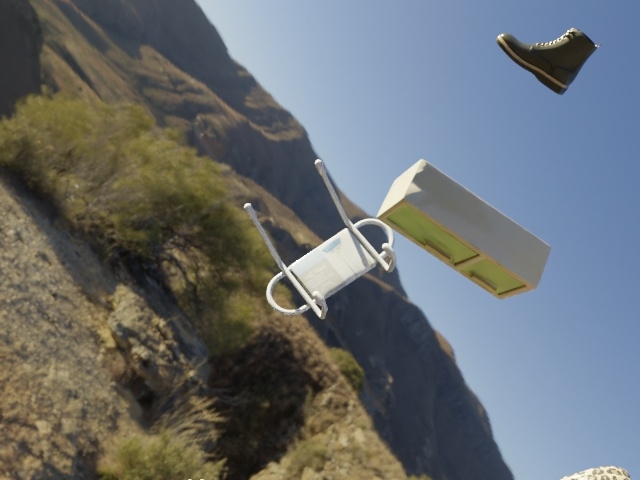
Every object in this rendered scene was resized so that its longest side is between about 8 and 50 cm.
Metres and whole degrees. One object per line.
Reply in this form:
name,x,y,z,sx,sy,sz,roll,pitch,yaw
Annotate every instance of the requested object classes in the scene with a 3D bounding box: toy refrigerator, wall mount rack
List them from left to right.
wall mount rack,0.000,0.000,1.443,0.304,0.350,0.130,50,-18,20
toy refrigerator,0.237,-0.010,1.042,0.269,0.094,0.102,32,-25,-10

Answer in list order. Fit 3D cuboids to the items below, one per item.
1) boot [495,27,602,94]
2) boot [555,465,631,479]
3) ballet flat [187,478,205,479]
boot,0.511,-0.442,1.405,0.198,0.137,0.077,37,33,1
boot,0.484,0.615,1.182,0.138,0.377,0.284,48,18,-22
ballet flat,-0.251,0.605,1.016,0.147,0.409,0.147,15,-36,11
